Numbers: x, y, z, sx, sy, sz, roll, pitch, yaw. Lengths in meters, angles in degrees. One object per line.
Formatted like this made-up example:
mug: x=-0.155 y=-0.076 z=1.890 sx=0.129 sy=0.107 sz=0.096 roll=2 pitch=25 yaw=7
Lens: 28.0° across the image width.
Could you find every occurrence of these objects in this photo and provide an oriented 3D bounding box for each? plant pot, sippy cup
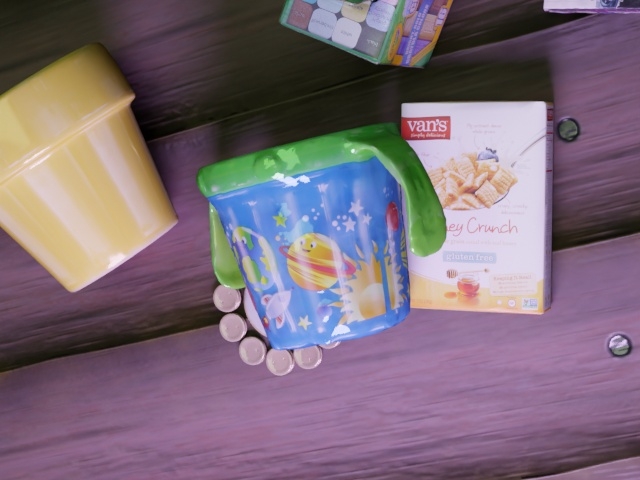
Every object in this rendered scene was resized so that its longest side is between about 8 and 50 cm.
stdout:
plant pot: x=-0.308 y=-0.076 z=1.577 sx=0.254 sy=0.254 sz=0.239 roll=-30 pitch=98 yaw=22
sippy cup: x=0.000 y=0.000 z=1.451 sx=0.240 sy=0.305 sz=0.224 roll=-14 pitch=92 yaw=-7

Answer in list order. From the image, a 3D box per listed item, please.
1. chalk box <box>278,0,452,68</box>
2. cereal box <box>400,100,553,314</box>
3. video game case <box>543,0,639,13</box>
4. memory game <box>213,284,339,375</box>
chalk box: x=0.050 y=-0.275 z=1.417 sx=0.132 sy=0.213 sz=0.132 roll=25 pitch=103 yaw=19
cereal box: x=0.177 y=-0.040 z=1.473 sx=0.173 sy=0.047 sz=0.240 roll=1 pitch=95 yaw=23
video game case: x=0.330 y=-0.353 z=1.337 sx=0.210 sy=0.042 sz=0.232 roll=13 pitch=100 yaw=53
memory game: x=-0.050 y=0.076 z=1.596 sx=0.186 sy=0.012 sz=0.186 roll=2 pitch=95 yaw=23
